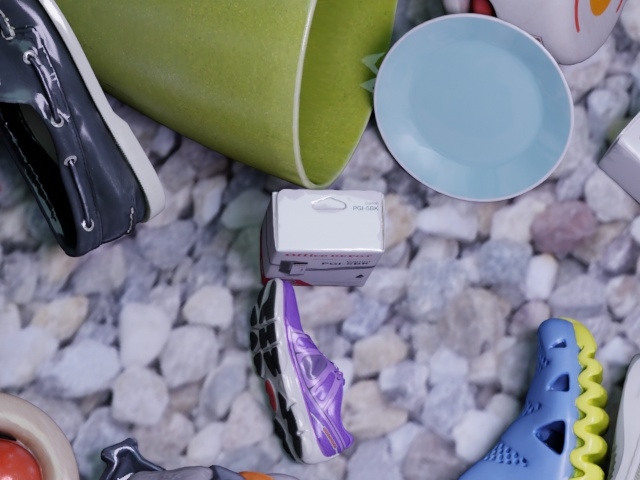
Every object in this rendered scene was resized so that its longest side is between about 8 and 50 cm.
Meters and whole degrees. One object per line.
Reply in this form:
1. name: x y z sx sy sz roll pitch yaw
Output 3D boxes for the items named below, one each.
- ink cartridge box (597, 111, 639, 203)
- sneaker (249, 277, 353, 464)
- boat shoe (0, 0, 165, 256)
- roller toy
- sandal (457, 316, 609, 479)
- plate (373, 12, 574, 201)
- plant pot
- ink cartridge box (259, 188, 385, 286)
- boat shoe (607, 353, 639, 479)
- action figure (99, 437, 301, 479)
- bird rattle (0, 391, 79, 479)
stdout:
1. ink cartridge box: 0.380 -0.065 1.769 0.190 0.082 0.139 43 74 7
2. sneaker: -0.015 0.115 1.694 0.071 0.068 0.170 -13 85 -25
3. boat shoe: -0.269 -0.131 1.636 0.113 0.127 0.340 -42 117 -25
4. roller toy: 0.209 -0.261 1.731 0.146 0.191 0.209 19 116 25
5. sandal: 0.183 0.216 1.654 0.138 0.126 0.317 3 67 15
6. plate: 0.142 -0.124 1.731 0.188 0.188 0.024 29 34 2
7. plant pot: -0.109 -0.209 1.677 0.293 0.275 0.275 14 73 15
8. ink cartridge box: 0.000 0.000 1.679 0.099 0.135 0.056 0 76 -6
9. boat shoe: 0.300 0.241 1.623 0.103 0.118 0.320 2 52 17
10. action figure: -0.095 0.323 1.547 0.341 0.178 0.330 47 57 2
11. bird rattle: -0.311 0.200 1.621 0.207 0.143 0.254 16 60 -14
